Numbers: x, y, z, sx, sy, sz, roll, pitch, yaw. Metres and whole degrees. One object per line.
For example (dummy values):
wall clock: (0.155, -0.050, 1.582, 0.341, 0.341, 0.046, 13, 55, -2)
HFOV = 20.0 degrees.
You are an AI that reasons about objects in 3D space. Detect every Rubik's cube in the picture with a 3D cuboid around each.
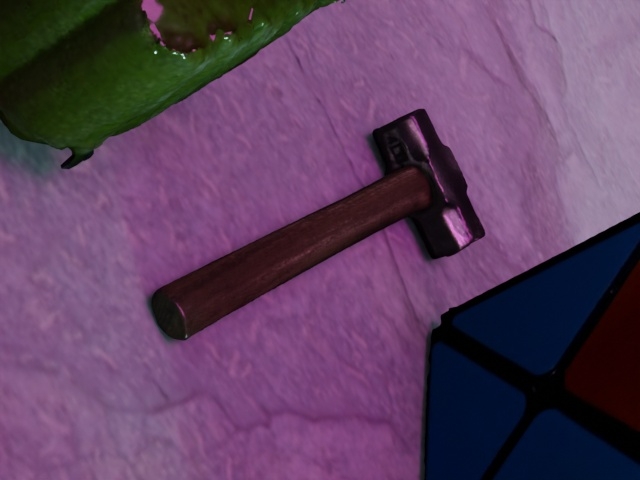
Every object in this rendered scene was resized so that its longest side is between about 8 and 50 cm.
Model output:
Rubik's cube: (0.236, 0.160, 1.267, 0.250, 0.248, 0.246, 38, 42, -32)

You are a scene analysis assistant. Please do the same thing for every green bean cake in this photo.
green bean cake: (-0.128, -0.201, 1.096, 0.247, 0.156, 0.250, 58, 34, -5)

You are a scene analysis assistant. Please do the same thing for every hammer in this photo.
hammer: (0.000, 0.000, 1.249, 0.365, 0.043, 0.111, -27, 92, -55)
